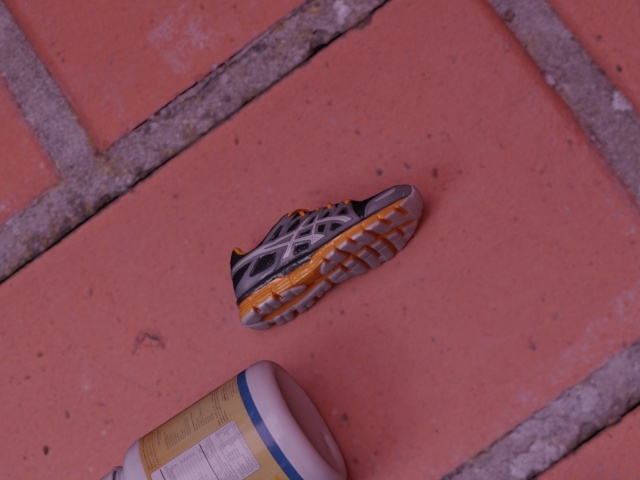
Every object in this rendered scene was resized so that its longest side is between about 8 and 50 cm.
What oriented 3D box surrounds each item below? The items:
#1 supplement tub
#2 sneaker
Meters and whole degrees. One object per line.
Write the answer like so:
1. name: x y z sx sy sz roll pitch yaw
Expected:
1. supplement tub: -0.092 0.219 1.645 0.199 0.144 0.144 -34 66 8
2. sneaker: 0.000 0.000 1.715 0.215 0.084 0.083 -31 61 10
